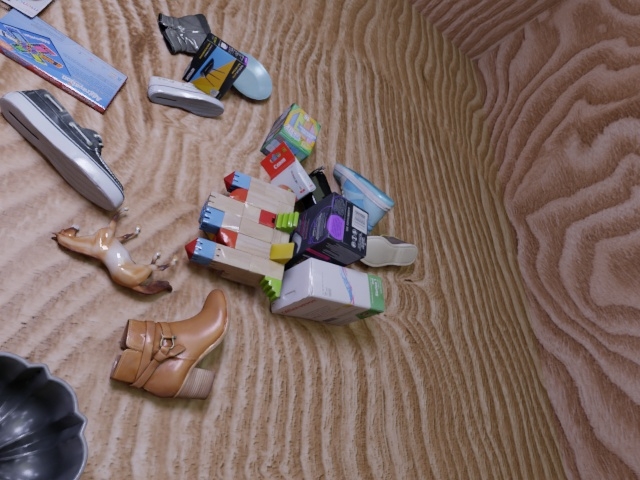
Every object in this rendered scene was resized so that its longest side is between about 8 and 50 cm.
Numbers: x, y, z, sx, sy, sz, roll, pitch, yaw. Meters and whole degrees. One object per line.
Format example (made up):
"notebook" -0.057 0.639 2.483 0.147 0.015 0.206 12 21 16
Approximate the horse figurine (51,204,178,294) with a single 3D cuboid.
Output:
"horse figurine" -0.455 0.036 0.968 0.263 0.066 0.174 50 40 -8

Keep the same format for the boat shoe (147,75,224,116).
"boat shoe" -0.397 -0.439 1.239 0.226 0.083 0.075 5 67 -40

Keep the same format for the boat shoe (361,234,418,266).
"boat shoe" 0.228 0.031 1.563 0.325 0.097 0.116 5 107 -37

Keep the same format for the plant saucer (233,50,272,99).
"plant saucer" -0.261 -0.573 1.460 0.195 0.037 0.194 19 58 -34

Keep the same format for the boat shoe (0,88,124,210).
"boat shoe" -0.563 -0.221 0.955 0.335 0.121 0.119 49 50 -10

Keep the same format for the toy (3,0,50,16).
"toy" -0.743 -0.680 1.049 0.137 0.056 0.237 24 48 -21

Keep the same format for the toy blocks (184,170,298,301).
"toy blocks" -0.222 -0.039 1.157 0.261 0.191 0.381 20 57 -21

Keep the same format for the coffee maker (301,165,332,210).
"coffee maker" -0.007 -0.127 1.379 0.120 0.171 0.178 -23 83 -7

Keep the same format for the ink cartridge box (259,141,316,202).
"ink cartridge box" -0.116 -0.205 1.332 0.179 0.145 0.045 53 44 -8

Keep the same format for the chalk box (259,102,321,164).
"chalk box" -0.106 -0.335 1.416 0.132 0.132 0.213 36 51 -24

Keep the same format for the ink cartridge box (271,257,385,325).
"ink cartridge box" 0.021 0.162 1.235 0.278 0.201 0.117 18 58 -35

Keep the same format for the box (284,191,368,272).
"box" 0.000 0.000 1.246 0.143 0.270 0.165 29 53 -29

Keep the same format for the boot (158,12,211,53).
"boot" -0.412 -0.617 1.333 0.161 0.083 0.246 -27 87 -35

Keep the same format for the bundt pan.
"bundt pan" -0.559 0.352 0.646 0.331 0.124 0.330 36 37 -33

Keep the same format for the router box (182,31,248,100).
"router box" -0.327 -0.532 1.279 0.133 0.179 0.046 24 53 -32

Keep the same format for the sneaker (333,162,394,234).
"sneaker" 0.105 -0.142 1.527 0.127 0.208 0.319 18 22 -43

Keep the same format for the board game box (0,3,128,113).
"board game box" -0.659 -0.458 1.053 0.281 0.027 0.145 32 50 -27

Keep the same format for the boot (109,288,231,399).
"boot" -0.342 0.217 0.969 0.220 0.109 0.283 25 62 -27
